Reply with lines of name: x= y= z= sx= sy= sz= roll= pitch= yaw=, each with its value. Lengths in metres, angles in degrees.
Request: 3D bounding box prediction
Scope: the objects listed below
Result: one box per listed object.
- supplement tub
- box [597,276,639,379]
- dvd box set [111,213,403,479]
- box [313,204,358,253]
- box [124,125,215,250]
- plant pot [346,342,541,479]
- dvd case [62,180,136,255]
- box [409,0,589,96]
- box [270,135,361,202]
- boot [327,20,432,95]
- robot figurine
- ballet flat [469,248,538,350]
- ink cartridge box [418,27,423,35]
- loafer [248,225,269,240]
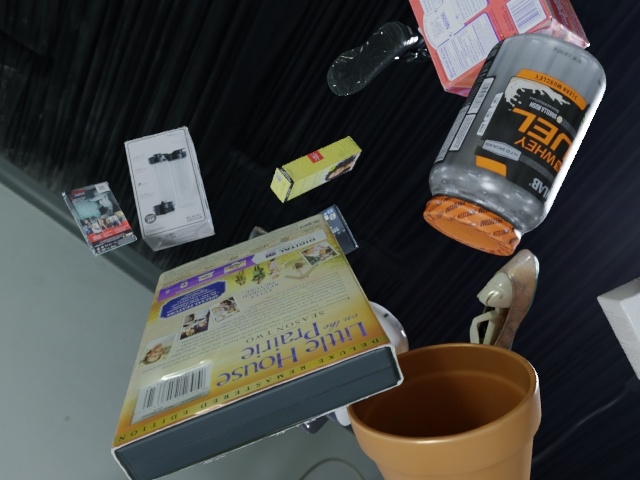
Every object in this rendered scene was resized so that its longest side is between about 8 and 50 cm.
supplement tub: x=0.182 y=-0.089 z=0.503 sx=0.117 sy=0.190 sz=0.117 roll=26 pitch=-5 yaw=2
box: x=0.599 y=0.151 z=0.905 sx=0.170 sy=0.130 sz=0.091 roll=64 pitch=3 yaw=3
dvd box set: x=-0.094 y=0.103 z=0.718 sx=0.420 sy=0.308 sz=0.062 roll=-116 pitch=-175 yaw=-66
box: x=0.000 y=0.000 z=1.958 sx=0.183 sy=0.233 sz=0.059 roll=64 pitch=13 yaw=8
box: x=-0.386 y=-0.136 z=1.328 sx=0.169 sy=0.087 sz=0.289 roll=-17 pitch=69 yaw=-5
plant pot: x=0.203 y=0.316 z=0.819 sx=0.291 sy=0.291 sz=0.203 roll=-29 pitch=109 yaw=-56
dvd case: x=-0.386 y=-0.040 z=0.910 sx=0.087 sy=0.013 sz=0.119 roll=-33 pitch=99 yaw=-54
box: x=0.210 y=-0.357 z=0.697 sx=0.142 sy=0.154 sz=0.299 roll=-4 pitch=71 yaw=-47
box: x=-0.009 y=-0.179 z=1.290 sx=0.232 sy=0.087 sz=0.058 roll=-29 pitch=73 yaw=-28
boot: x=0.162 y=-0.437 z=1.249 sx=0.207 sy=0.247 sz=0.094 roll=-23 pitch=86 yaw=-46
robot figurine: x=0.045 y=0.246 z=1.028 sx=0.173 sy=0.278 sz=0.209 roll=46 pitch=-4 yaw=-25
ballet flat: x=0.412 y=0.168 z=1.204 sx=0.106 sy=0.315 sz=0.107 roll=3 pitch=20 yaw=-15
ink cartridge box: x=0.310 y=-0.436 z=1.009 sx=0.176 sy=0.127 sz=0.128 roll=-39 pitch=88 yaw=-23
loafer: x=-0.073 y=0.032 z=1.439 sx=0.268 sy=0.096 sz=0.084 roll=18 pitch=70 yaw=-22
